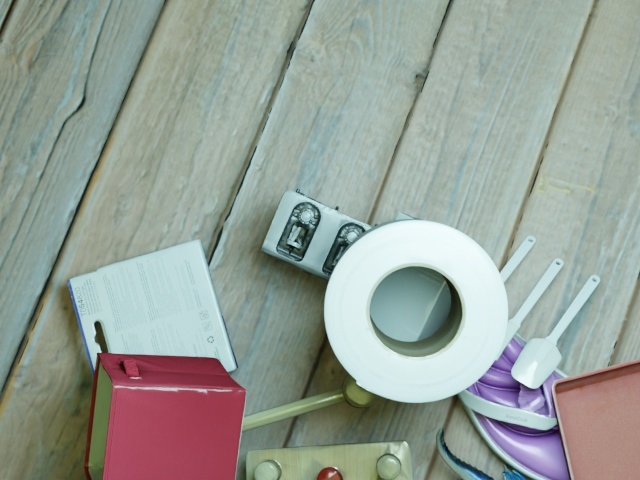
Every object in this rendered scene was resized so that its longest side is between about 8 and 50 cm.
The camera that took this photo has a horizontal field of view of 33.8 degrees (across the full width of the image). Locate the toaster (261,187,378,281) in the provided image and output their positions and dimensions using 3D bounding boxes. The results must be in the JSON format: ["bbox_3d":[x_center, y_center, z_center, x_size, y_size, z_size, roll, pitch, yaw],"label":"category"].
[{"bbox_3d":[0.000,0.000,1.643,0.168,0.186,0.110,25,88,-1],"label":"toaster"}]

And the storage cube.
[{"bbox_3d":[-0.232,0.280,1.548,0.193,0.184,0.214,4,97,-20],"label":"storage cube"}]

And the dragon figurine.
[{"bbox_3d":[0.279,0.396,1.609,0.144,0.085,0.289,-23,87,-3],"label":"dragon figurine"}]

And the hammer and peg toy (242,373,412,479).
[{"bbox_3d":[0.009,0.383,1.602,0.266,0.127,0.361,-5,81,4],"label":"hammer and peg toy"}]

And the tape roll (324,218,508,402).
[{"bbox_3d":[0.128,0.091,1.464,0.246,0.169,0.246,0,91,1],"label":"tape roll"}]

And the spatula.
[{"bbox_3d":[0.324,0.104,1.633,0.168,0.019,0.242,32,56,18],"label":"spatula"}]

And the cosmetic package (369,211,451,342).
[{"bbox_3d":[0.132,0.090,1.616,0.127,0.107,0.238,30,96,25],"label":"cosmetic package"}]

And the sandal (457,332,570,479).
[{"bbox_3d":[0.283,0.214,1.626,0.169,0.102,0.416,-41,79,-3],"label":"sandal"}]

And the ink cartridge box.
[{"bbox_3d":[-0.268,0.133,1.688,0.224,0.045,0.223,-16,83,-1],"label":"ink cartridge box"}]

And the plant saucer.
[{"bbox_3d":[0.467,0.315,1.593,0.259,0.048,0.259,-9,84,-24],"label":"plant saucer"}]
